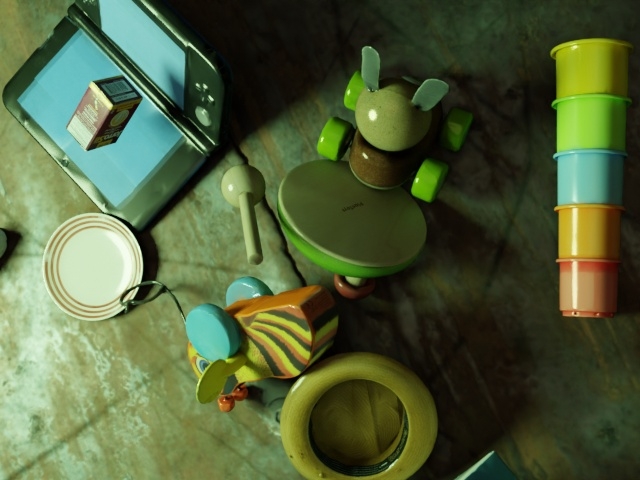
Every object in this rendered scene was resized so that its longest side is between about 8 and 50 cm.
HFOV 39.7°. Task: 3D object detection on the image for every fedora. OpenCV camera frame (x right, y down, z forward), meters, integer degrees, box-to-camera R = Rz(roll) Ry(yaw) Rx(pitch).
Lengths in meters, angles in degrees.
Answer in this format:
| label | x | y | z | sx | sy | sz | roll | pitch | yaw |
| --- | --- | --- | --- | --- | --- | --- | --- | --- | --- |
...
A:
| label | x | y | z | sx | sy | sz | roll | pitch | yaw |
| --- | --- | --- | --- | --- | --- | --- | --- | --- | --- |
| fedora | 0.043 | 0.202 | 1.037 | 0.194 | 0.079 | 0.194 | 0 | 114 | -1 |

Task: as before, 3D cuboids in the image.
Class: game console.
| label | x | y | z | sx | sy | sz | roll | pitch | yaw |
| --- | --- | --- | --- | --- | --- | --- | --- | --- | --- |
| game console | -0.270 | -0.196 | 1.114 | 0.173 | 0.250 | 0.293 | -40 | 78 | -23 |

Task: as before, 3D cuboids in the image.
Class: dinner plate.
| label | x | y | z | sx | sy | sz | roll | pitch | yaw |
| --- | --- | --- | --- | --- | --- | --- | --- | --- | --- |
| dinner plate | -0.297 | 0.034 | 1.164 | 0.141 | 0.017 | 0.141 | -1 | 87 | 12 |

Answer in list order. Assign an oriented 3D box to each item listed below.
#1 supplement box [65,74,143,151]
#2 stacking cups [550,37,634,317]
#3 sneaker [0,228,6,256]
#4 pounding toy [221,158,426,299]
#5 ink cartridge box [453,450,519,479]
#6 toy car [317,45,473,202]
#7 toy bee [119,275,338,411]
| label | x | y | z | sx | sy | sz | roll | pitch | yaw |
| --- | --- | --- | --- | --- | --- | --- | --- | --- | --- |
| supplement box | -0.262 | -0.154 | 1.073 | 0.043 | 0.055 | 0.083 | 48 | 127 | 8 |
| stacking cups | 0.320 | -0.069 | 1.026 | 0.096 | 0.096 | 0.316 | -2 | 85 | 10 |
| sneaker | -0.484 | 0.043 | 1.179 | 0.054 | 0.061 | 0.152 | 36 | 93 | 10 |
| pounding toy | 0.000 | 0.000 | 1.060 | 0.237 | 0.110 | 0.183 | 3 | 44 | -21 |
| ink cartridge box | 0.164 | 0.406 | 0.905 | 0.270 | 0.197 | 0.198 | 50 | 136 | 15 |
| toy car | 0.090 | -0.155 | 1.015 | 0.155 | 0.188 | 0.149 | 24 | 70 | 10 |
| toy bee | -0.091 | 0.126 | 1.065 | 0.195 | 0.298 | 0.162 | -26 | 110 | -27 |
